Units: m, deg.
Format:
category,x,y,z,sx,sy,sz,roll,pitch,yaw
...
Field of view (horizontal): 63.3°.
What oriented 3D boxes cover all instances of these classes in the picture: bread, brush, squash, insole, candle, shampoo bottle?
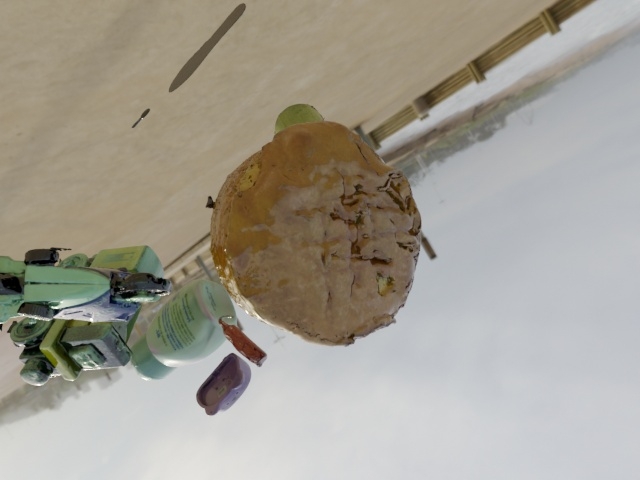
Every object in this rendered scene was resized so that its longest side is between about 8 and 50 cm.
category,x,y,z,sx,sy,sz,roll,pitch,yaw
bread,0.000,0.000,0.925,0.398,0.397,0.215,-32,-162,-32
brush,-0.552,-0.375,1.594,0.083,0.024,0.008,-44,143,10
squash,-0.007,-0.214,1.301,0.138,0.287,0.137,-17,141,-15
insole,-0.315,-0.526,1.428,0.322,0.007,0.109,-43,-140,14
candle,-0.191,0.236,1.245,0.053,0.162,0.048,-21,143,-53
shampoo bottle,-0.412,0.276,1.505,0.350,0.221,0.151,-40,149,18

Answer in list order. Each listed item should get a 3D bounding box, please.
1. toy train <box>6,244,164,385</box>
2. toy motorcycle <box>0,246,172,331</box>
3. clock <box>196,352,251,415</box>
category,x,y,z,sx,sy,sz,roll,pitch,yaw
toy train,-0.546,0.165,1.244,0.254,0.160,0.397,-6,-142,10
toy motorcycle,-0.428,0.087,0.874,0.332,0.125,0.196,2,163,-24
clock,-0.233,0.365,1.288,0.152,0.050,0.110,-49,-141,1
